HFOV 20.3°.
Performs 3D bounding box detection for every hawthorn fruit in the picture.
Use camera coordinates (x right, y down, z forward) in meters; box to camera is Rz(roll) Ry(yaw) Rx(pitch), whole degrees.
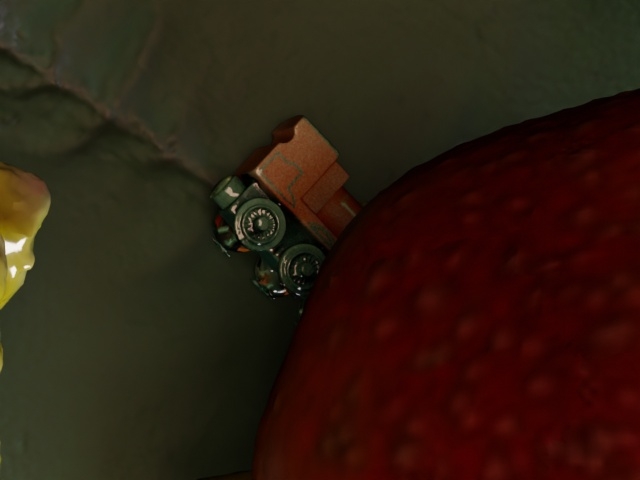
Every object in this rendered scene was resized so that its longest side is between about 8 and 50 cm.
[{"bbox_3d":[0.102,0.089,0.691,0.369,0.285,0.284,-9,97,22],"label":"hawthorn fruit"}]

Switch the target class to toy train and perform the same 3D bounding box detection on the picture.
[{"bbox_3d":[0.000,0.000,0.800,0.103,0.044,0.064,47,73,-12],"label":"toy train"}]

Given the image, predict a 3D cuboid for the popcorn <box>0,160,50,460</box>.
[{"bbox_3d":[-0.222,0.057,0.671,0.259,0.259,0.212,7,117,-14],"label":"popcorn"}]
